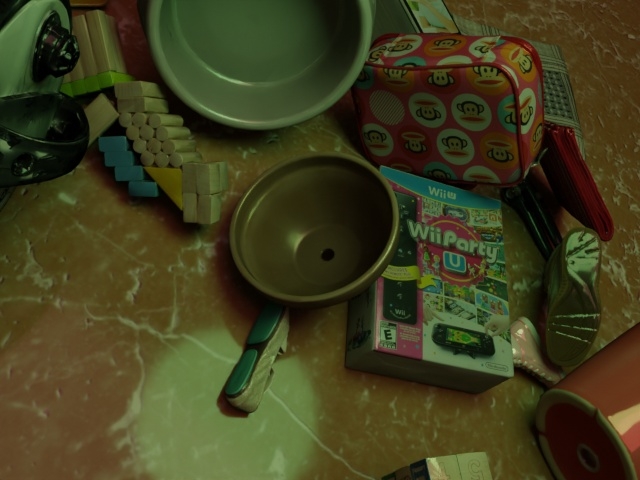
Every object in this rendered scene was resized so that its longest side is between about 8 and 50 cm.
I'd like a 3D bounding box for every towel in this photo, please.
[{"bbox_3d":[0.367,-0.307,1.385,0.324,0.056,0.312,10,60,-17],"label":"towel"},{"bbox_3d":[0.405,-0.118,1.176,0.198,0.031,0.275,62,11,-12],"label":"towel"}]

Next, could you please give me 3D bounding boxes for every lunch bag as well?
[{"bbox_3d":[0.198,-0.186,1.105,0.293,0.258,0.120,13,46,33],"label":"lunch bag"}]

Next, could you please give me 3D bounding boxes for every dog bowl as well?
[{"bbox_3d":[-0.085,-0.308,0.991,0.349,0.348,0.102,11,40,-18],"label":"dog bowl"}]

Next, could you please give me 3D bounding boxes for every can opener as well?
[{"bbox_3d":[0.384,-0.046,1.249,0.073,0.059,0.186,-15,70,-30],"label":"can opener"}]

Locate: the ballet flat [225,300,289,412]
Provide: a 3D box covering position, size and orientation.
[{"bbox_3d":[-0.077,0.155,0.957,0.052,0.057,0.168,46,55,-29],"label":"ballet flat"}]

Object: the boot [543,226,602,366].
[{"bbox_3d":[0.396,0.094,1.131,0.077,0.165,0.213,8,83,10],"label":"boot"}]

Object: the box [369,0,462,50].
[{"bbox_3d":[0.146,-0.370,1.257,0.087,0.169,0.290,-14,71,-26],"label":"box"}]

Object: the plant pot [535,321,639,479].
[{"bbox_3d":[0.467,0.263,1.014,0.243,0.275,0.275,-19,72,-21],"label":"plant pot"}]

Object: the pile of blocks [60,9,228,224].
[{"bbox_3d":[-0.265,-0.163,1.021,0.362,0.149,0.112,54,13,-1],"label":"pile of blocks"}]

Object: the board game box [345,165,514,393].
[{"bbox_3d":[0.165,0.059,1.078,0.224,0.097,0.303,14,58,-17],"label":"board game box"}]

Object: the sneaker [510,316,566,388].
[{"bbox_3d":[0.325,0.193,1.105,0.070,0.051,0.134,-30,84,-19],"label":"sneaker"}]

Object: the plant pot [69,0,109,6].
[{"bbox_3d":[-0.440,-0.497,1.060,0.212,0.212,0.187,-9,54,-27],"label":"plant pot"}]

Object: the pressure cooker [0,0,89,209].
[{"bbox_3d":[-0.465,-0.177,0.763,0.420,0.375,0.369,24,54,-9],"label":"pressure cooker"}]

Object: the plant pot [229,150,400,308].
[{"bbox_3d":[0.000,0.000,1.001,0.237,0.109,0.237,-7,59,12],"label":"plant pot"}]

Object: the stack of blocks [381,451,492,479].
[{"bbox_3d":[0.154,0.419,0.833,0.087,0.171,0.297,1,62,-23],"label":"stack of blocks"}]
